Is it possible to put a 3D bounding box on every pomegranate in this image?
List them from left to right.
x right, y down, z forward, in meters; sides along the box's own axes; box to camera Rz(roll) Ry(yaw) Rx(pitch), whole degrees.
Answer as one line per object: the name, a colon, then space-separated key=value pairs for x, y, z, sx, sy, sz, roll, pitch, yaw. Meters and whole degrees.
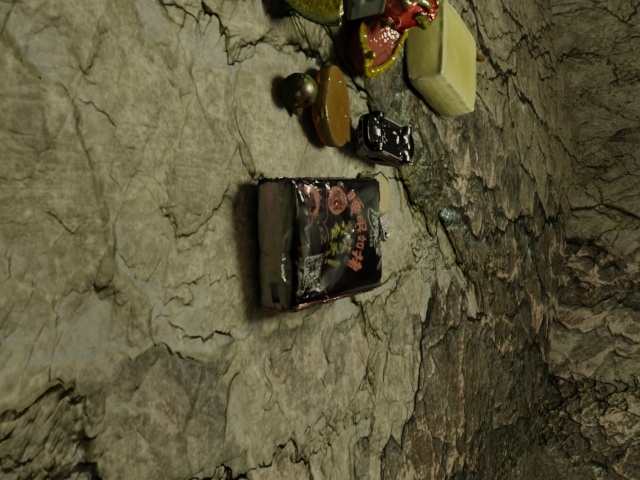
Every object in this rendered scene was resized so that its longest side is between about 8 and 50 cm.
pomegranate: x=-0.043 y=-0.276 z=1.448 sx=0.073 sy=0.073 sz=0.084 roll=-12 pitch=122 yaw=-61

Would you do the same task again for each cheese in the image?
cheese: x=0.133 y=-0.084 z=1.754 sx=0.171 sy=0.047 sz=0.092 roll=63 pitch=39 yaw=-34
cheese: x=0.335 y=-0.498 z=2.092 sx=0.265 sy=0.124 sz=0.242 roll=27 pitch=67 yaw=-58

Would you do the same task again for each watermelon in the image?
watermelon: x=-0.030 y=-0.537 z=1.433 sx=0.123 sy=0.129 sz=0.301 roll=-16 pitch=95 yaw=-56

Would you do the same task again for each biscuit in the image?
biscuit: x=0.019 y=-0.269 z=1.576 sx=0.170 sy=0.050 sz=0.170 roll=-3 pitch=90 yaw=-69

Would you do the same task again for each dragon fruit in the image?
dragon fruit: x=0.176 y=-0.535 z=1.692 sx=0.160 sy=0.166 sz=0.172 roll=-46 pitch=109 yaw=-10

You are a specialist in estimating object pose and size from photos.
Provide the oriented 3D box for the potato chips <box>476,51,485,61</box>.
potato chips: x=0.505 y=-0.615 z=2.503 sx=0.204 sy=0.037 sz=0.026 roll=3 pitch=94 yaw=-66

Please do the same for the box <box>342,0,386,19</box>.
box: x=0.062 y=-0.671 z=1.445 sx=0.396 sy=0.111 sz=0.396 roll=96 pitch=-14 yaw=-80

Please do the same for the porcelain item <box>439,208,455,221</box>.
porcelain item: x=0.362 y=-0.070 z=2.185 sx=0.083 sy=0.028 sz=0.036 roll=8 pitch=63 yaw=-59

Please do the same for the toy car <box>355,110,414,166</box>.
toy car: x=0.126 y=-0.223 z=1.707 sx=0.209 sy=0.108 sz=0.089 roll=12 pitch=78 yaw=-56

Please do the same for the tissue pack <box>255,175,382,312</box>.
tissue pack: x=0.000 y=0.000 z=1.439 sx=0.332 sy=0.123 sz=0.245 roll=-9 pitch=100 yaw=-58

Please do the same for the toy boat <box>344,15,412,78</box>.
toy boat: x=0.129 y=-0.449 z=1.746 sx=0.318 sy=0.099 sz=0.141 roll=-49 pitch=131 yaw=-55
